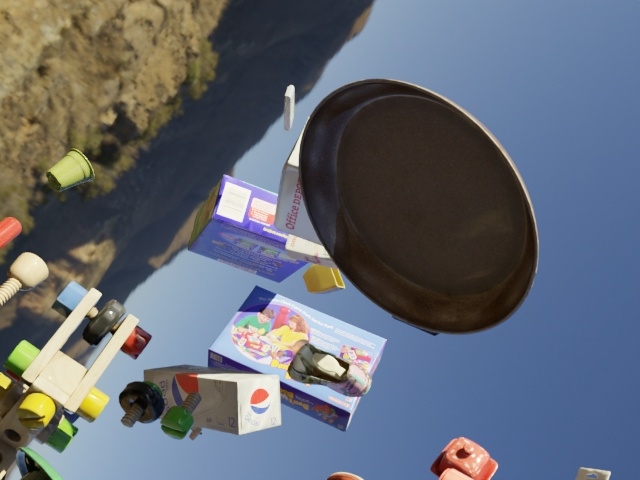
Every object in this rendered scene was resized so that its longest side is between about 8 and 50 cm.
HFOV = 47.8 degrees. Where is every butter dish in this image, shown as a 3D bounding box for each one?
[{"bbox_3d":[0.434,0.651,2.150,0.160,0.160,0.118,-37,142,-38],"label":"butter dish"}]

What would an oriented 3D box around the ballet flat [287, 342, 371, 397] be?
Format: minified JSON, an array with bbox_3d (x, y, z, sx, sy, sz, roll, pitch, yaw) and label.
[{"bbox_3d":[0.001,0.230,1.328,0.221,0.079,0.077,7,-127,51],"label":"ballet flat"}]

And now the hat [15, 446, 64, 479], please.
[{"bbox_3d":[-0.242,0.262,0.498,0.183,0.208,0.173,-35,-172,-35],"label":"hat"}]

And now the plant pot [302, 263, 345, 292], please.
[{"bbox_3d":[0.003,0.098,1.848,0.083,0.082,0.081,-23,167,12],"label":"plant pot"}]

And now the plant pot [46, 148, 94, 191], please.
[{"bbox_3d":[-0.560,-0.148,1.602,0.079,0.083,0.083,-42,-177,-36],"label":"plant pot"}]

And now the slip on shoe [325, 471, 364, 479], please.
[{"bbox_3d":[0.047,0.544,1.449,0.123,0.101,0.331,-62,-169,-2],"label":"slip on shoe"}]

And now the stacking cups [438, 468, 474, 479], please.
[{"bbox_3d":[0.342,0.478,1.200,0.316,0.096,0.096,26,-98,35],"label":"stacking cups"}]

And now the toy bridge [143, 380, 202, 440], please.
[{"bbox_3d":[-0.348,0.393,1.701,0.026,0.188,0.063,-42,168,-45],"label":"toy bridge"}]

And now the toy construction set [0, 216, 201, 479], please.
[{"bbox_3d":[-0.346,0.164,0.808,0.257,0.309,0.237,-13,-153,31],"label":"toy construction set"}]

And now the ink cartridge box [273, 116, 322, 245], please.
[{"bbox_3d":[0.078,-0.069,1.262,0.211,0.289,0.122,107,4,-58],"label":"ink cartridge box"}]

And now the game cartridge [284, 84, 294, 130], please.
[{"bbox_3d":[-0.065,-0.272,1.495,0.056,0.017,0.083,-75,171,-49],"label":"game cartridge"}]

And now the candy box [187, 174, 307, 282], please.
[{"bbox_3d":[-0.163,-0.018,1.773,0.317,0.268,0.122,144,-36,-64],"label":"candy box"}]

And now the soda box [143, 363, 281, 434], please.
[{"bbox_3d":[-0.202,0.280,1.298,0.286,0.098,0.091,-4,-94,44],"label":"soda box"}]

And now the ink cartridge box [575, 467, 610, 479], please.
[{"bbox_3d":[0.653,0.651,1.749,0.181,0.061,0.104,-59,-163,-23],"label":"ink cartridge box"}]

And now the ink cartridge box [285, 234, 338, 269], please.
[{"bbox_3d":[0.000,0.000,1.448,0.052,0.122,0.089,77,28,-70],"label":"ink cartridge box"}]

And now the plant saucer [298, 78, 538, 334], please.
[{"bbox_3d":[0.106,-0.037,0.803,0.050,0.311,0.310,-37,179,-38],"label":"plant saucer"}]

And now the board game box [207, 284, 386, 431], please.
[{"bbox_3d":[-0.051,0.263,1.668,0.233,0.347,0.078,-55,162,-46],"label":"board game box"}]

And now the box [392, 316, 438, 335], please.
[{"bbox_3d":[0.283,0.157,1.994,0.093,0.158,0.156,-40,-144,40],"label":"box"}]
